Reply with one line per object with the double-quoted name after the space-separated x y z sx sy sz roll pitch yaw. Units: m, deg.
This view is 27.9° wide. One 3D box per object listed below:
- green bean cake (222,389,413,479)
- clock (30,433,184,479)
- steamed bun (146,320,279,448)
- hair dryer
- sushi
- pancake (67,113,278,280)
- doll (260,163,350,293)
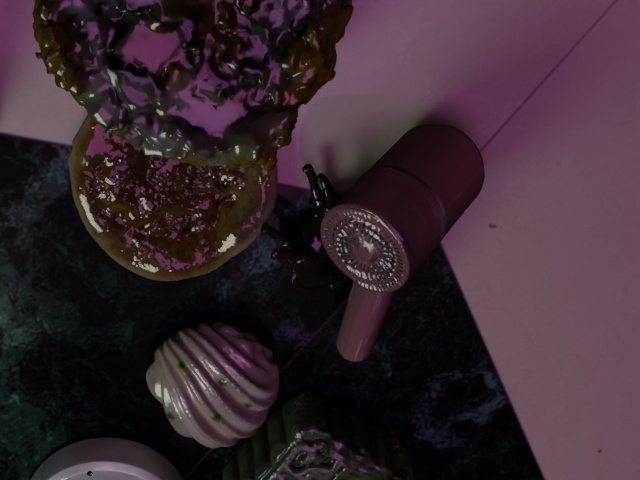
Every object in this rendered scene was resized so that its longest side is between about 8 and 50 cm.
0.003 0.340 1.798 0.227 0.125 0.222 33 108 -23 "green bean cake"
-0.300 0.388 1.809 0.230 0.083 0.230 -3 114 -7 "clock"
-0.140 0.197 1.725 0.183 0.106 0.183 -2 116 -5 "steamed bun"
0.083 0.028 1.655 0.125 0.210 0.352 32 139 13 "hair dryer"
-0.122 -0.284 1.424 0.351 0.240 0.396 19 103 -14 "sushi"
-0.190 -0.077 1.628 0.282 0.049 0.282 -2 111 -4 "pancake"
0.000 0.000 1.667 0.139 0.057 0.165 -55 134 -5 "doll"
